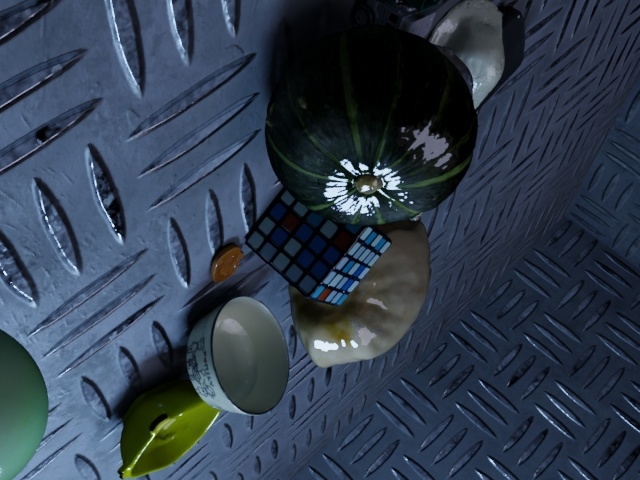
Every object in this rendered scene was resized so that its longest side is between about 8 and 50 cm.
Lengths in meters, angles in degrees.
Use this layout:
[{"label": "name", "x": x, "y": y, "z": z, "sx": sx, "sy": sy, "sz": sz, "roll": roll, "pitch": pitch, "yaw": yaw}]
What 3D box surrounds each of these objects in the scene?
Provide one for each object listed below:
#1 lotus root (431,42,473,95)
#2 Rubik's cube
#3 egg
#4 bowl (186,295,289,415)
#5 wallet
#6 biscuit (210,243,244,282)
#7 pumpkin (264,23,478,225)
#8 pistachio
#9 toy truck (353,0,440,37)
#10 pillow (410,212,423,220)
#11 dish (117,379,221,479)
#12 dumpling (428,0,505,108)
[{"label": "lotus root", "x": 0.166, "y": -0.225, "z": 1.351, "sx": 0.272, "sy": 0.272, "sz": 0.192, "roll": -57, "pitch": 166, "yaw": 20}, {"label": "Rubik's cube", "x": 0.000, "y": 0.000, "z": 1.460, "sx": 0.184, "sy": 0.182, "sz": 0.187, "roll": -51, "pitch": 158, "yaw": 4}, {"label": "egg", "x": -0.445, "y": 0.196, "z": 0.880, "sx": 0.220, "sy": 0.220, "sz": 0.269, "roll": -48, "pitch": 151, "yaw": -3}, {"label": "bowl", "x": -0.179, "y": 0.238, "z": 1.508, "sx": 0.126, "sy": 0.237, "sz": 0.238, "roll": -18, "pitch": 177, "yaw": 34}, {"label": "wallet", "x": 0.298, "y": -0.313, "z": 1.667, "sx": 0.406, "sy": 0.062, "sz": 0.228, "roll": -47, "pitch": 158, "yaw": -6}, {"label": "biscuit", "x": -0.176, "y": 0.040, "z": 1.417, "sx": 0.078, "sy": 0.015, "sz": 0.091, "roll": -34, "pitch": 154, "yaw": -37}, {"label": "pumpkin", "x": 0.074, "y": -0.167, "z": 1.153, "sx": 0.324, "sy": 0.241, "sz": 0.323, "roll": -1, "pitch": 134, "yaw": -1}, {"label": "pistachio", "x": 0.098, "y": 0.101, "z": 1.734, "sx": 0.445, "sy": 0.282, "sz": 0.365, "roll": -49, "pitch": 155, "yaw": -41}, {"label": "toy truck", "x": 0.139, "y": -0.397, "z": 1.148, "sx": 0.110, "sy": 0.116, "sz": 0.216, "roll": -32, "pitch": 153, "yaw": -37}, {"label": "pillow", "x": 0.147, "y": -0.124, "z": 1.487, "sx": 0.126, "sy": 0.232, "sz": 0.043, "roll": -53, "pitch": 135, "yaw": -3}, {"label": "dish", "x": -0.325, "y": 0.370, "z": 1.556, "sx": 0.221, "sy": 0.108, "sz": 0.262, "roll": -56, "pitch": 159, "yaw": 17}, {"label": "dumpling", "x": 0.275, "y": -0.355, "z": 1.491, "sx": 0.167, "sy": 0.126, "sz": 0.215, "roll": 6, "pitch": 138, "yaw": -18}]
